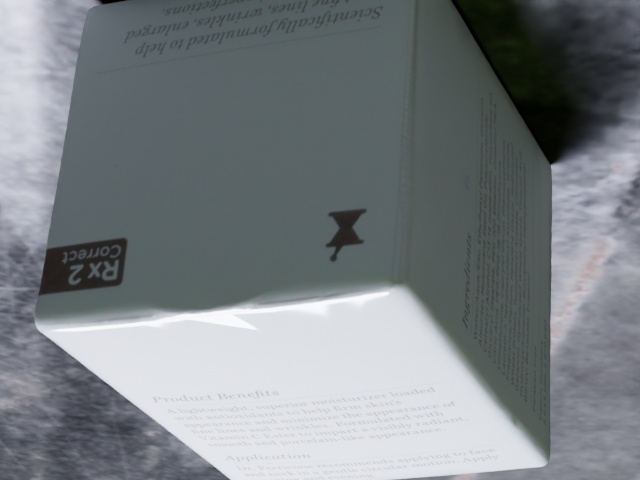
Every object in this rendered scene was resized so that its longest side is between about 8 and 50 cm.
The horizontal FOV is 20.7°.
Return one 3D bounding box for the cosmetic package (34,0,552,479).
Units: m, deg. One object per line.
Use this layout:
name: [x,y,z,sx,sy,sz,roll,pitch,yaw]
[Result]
cosmetic package: [0.000,0.000,0.729,0.151,0.151,0.184,-7,150,22]
